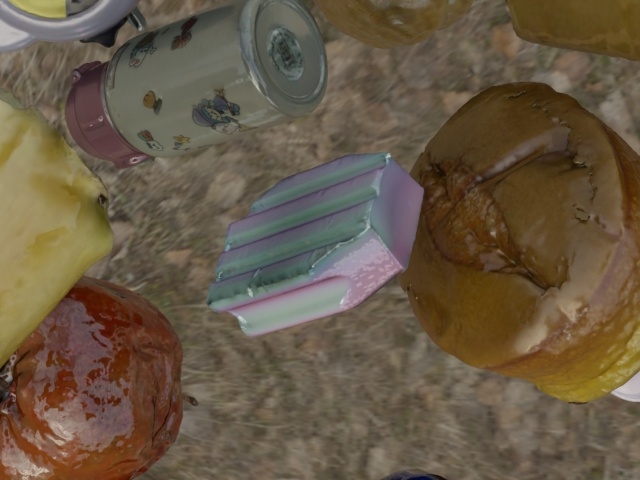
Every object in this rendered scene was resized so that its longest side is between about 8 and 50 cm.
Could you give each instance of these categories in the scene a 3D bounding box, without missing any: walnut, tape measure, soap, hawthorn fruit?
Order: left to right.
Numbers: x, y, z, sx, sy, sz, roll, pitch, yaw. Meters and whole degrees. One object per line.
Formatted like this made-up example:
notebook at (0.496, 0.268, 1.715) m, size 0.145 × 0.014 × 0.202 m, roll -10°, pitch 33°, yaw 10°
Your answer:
tape measure at (-0.230, -0.258, 1.278) m, size 0.178 × 0.105 × 0.196 m, roll 4°, pitch 120°, yaw -2°
hawthorn fruit at (-0.195, 0.125, 1.279) m, size 0.243 × 0.207 × 0.207 m, roll 10°, pitch 80°, yaw -48°
soap at (0.000, 0.000, 0.988) m, size 0.056 × 0.149 × 0.100 m, roll 39°, pitch 48°, yaw -34°
walnut at (0.072, -0.294, 1.454) m, size 0.213 × 0.213 × 0.213 m, roll 2°, pitch 84°, yaw -15°

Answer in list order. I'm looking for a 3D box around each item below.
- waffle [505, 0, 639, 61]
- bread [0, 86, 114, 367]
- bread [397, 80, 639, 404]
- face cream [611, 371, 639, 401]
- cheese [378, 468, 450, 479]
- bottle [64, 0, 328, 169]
waffle at (0.351, -0.177, 1.144) m, size 0.304 × 0.348 × 0.077 m, roll -9°, pitch 109°, yaw -34°
bread at (-0.365, 0.006, 0.800) m, size 0.394 × 0.250 × 0.361 m, roll -50°, pitch 130°, yaw -3°
bread at (0.152, -0.004, 1.055) m, size 0.143 × 0.269 × 0.195 m, roll 29°, pitch 109°, yaw -25°
face cream at (0.336, 0.115, 1.657) m, size 0.073 × 0.269 × 0.107 m, roll -43°, pitch 85°, yaw 12°
cheese at (0.162, 0.226, 0.745) m, size 0.329 × 0.217 × 0.129 m, roll 36°, pitch 79°, yaw -8°
bottle at (-0.113, -0.126, 1.208) m, size 0.110 × 0.233 × 0.110 m, roll 22°, pitch 61°, yaw -47°
